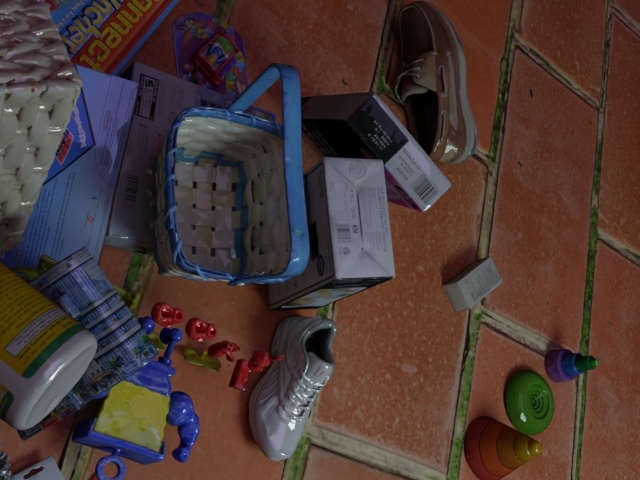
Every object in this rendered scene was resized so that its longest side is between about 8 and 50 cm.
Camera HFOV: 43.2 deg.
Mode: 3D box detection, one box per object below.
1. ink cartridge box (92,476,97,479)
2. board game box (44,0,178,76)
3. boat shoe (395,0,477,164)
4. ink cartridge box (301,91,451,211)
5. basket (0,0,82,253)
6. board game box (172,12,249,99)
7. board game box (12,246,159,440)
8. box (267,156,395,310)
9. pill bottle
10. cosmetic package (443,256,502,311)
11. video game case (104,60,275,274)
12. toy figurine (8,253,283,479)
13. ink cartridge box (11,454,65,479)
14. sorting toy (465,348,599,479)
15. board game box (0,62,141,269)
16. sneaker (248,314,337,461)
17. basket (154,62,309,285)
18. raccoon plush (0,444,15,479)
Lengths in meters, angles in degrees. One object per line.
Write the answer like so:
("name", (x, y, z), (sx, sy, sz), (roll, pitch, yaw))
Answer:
("ink cartridge box", (-0.259, 0.409, 1.025), (0.179, 0.045, 0.145), (52, 52, -17))
("board game box", (-0.385, -0.351, 1.117), (0.302, 0.086, 0.308), (41, 56, -21))
("boat shoe", (0.205, -0.301, 1.536), (0.116, 0.123, 0.324), (-11, 82, -37))
("ink cartridge box", (0.058, -0.146, 1.262), (0.069, 0.371, 0.176), (-44, 108, -4))
("basket", (-0.462, -0.146, 0.807), (0.328, 0.331, 0.266), (-12, 66, -41))
("board game box", (-0.167, -0.294, 1.302), (0.133, 0.033, 0.169), (1, 77, -37))
("board game box", (-0.313, 0.099, 0.903), (0.194, 0.194, 0.060), (55, 25, -7))
("box", (0.000, 0.000, 1.174), (0.087, 0.290, 0.169), (-1, 77, -22))
("pill bottle", (-0.339, 0.082, 0.808), (0.208, 0.117, 0.117), (37, 55, 3))
("cosmetic package", (0.291, 0.082, 1.540), (0.115, 0.041, 0.060), (-29, 96, -39))
("video game case", (-0.194, -0.099, 1.207), (0.244, 0.061, 0.270), (16, 68, -32))
("toy figurine", (-0.249, 0.192, 1.010), (0.362, 0.191, 0.217), (27, 67, -28))
("ink cartridge box", (-0.333, 0.331, 0.994), (0.063, 0.029, 0.115), (-24, 77, -39))
("sorting toy", (0.421, 0.315, 1.520), (0.365, 0.126, 0.127), (-36, 99, -38))
("board game box", (-0.335, -0.086, 1.044), (0.145, 0.027, 0.281), (13, 91, -28))
("sneaker", (-0.034, 0.211, 1.206), (0.090, 0.115, 0.232), (26, 63, -29))
("basket", (-0.102, -0.066, 1.041), (0.201, 0.289, 0.255), (4, 78, -28))
("raccoon plush", (-0.420, 0.182, 0.801), (0.216, 0.299, 0.446), (-23, 91, -39))
